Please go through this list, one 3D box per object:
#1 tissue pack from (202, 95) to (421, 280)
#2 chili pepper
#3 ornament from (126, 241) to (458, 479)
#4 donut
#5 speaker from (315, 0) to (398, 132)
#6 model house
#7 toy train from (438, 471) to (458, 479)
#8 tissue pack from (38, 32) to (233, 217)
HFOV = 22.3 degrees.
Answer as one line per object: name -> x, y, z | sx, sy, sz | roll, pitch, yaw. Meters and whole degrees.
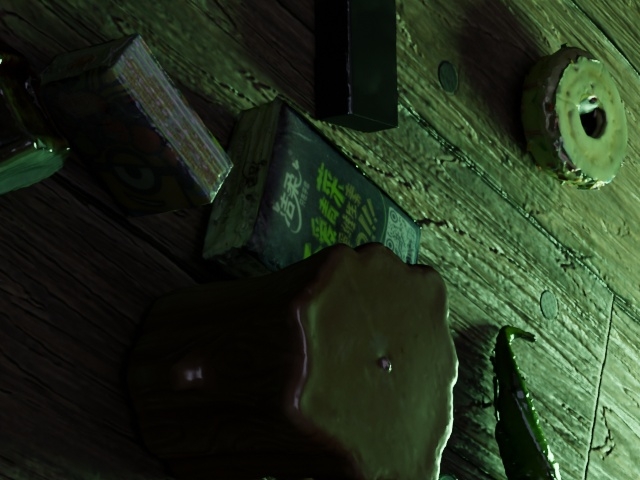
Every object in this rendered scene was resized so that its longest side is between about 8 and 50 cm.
tissue pack -> 0.000, 0.000, 1.528 | 0.235, 0.073, 0.173 | 39, 49, -38
chili pepper -> 0.235, 0.269, 1.762 | 0.084, 0.076, 0.359 | -7, 88, -25
ornament -> -0.025, 0.117, 1.368 | 0.235, 0.217, 0.221 | -42, 114, -46
donut -> 0.294, -0.142, 1.911 | 0.174, 0.068, 0.175 | 11, 74, -45
speaker -> 0.035, -0.222, 1.640 | 0.082, 0.044, 0.218 | 10, 75, -48
model house -> -0.269, -0.108, 1.237 | 0.165, 0.106, 0.152 | -8, 75, -85
toy train -> 0.106, 0.307, 1.600 | 0.104, 0.071, 0.178 | -33, 106, -39
tissue pack -> -0.154, -0.094, 1.345 | 0.148, 0.108, 0.060 | 54, 49, -26
